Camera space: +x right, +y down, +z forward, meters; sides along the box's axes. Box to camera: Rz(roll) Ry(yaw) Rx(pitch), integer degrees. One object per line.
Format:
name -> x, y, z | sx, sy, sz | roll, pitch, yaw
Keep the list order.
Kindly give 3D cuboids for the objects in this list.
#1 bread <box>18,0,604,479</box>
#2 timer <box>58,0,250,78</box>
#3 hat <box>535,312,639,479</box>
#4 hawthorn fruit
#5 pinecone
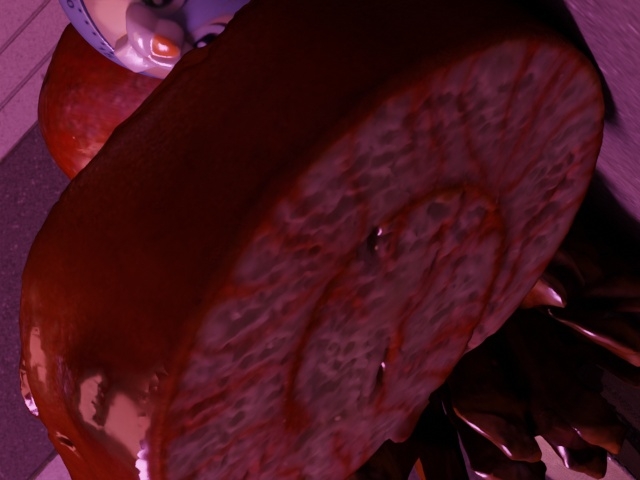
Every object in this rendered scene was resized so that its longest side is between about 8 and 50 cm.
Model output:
bread -> -0.002, 0.000, 0.996 | 0.114, 0.327, 0.295 | 39, 159, 27
timer -> -0.059, -0.156, 1.127 | 0.175, 0.175, 0.255 | 44, 176, -35
hat -> 0.231, 0.127, 1.707 | 0.257, 0.130, 0.257 | 37, 168, 9
hawthorn fruit -> -0.132, -0.114, 1.915 | 0.284, 0.284, 0.284 | 43, 178, 2
pinecone -> 0.038, 0.081, 1.402 | 0.384, 0.384, 0.384 | 43, 178, 2
